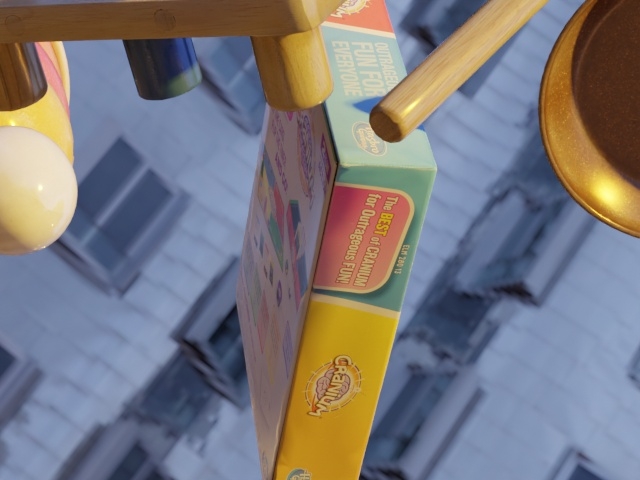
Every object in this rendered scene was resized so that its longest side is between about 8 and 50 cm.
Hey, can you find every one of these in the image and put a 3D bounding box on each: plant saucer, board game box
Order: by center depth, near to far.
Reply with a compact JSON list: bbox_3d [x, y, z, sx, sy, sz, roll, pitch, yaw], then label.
[{"bbox_3d":[0.232,-0.092,1.013,0.199,0.036,0.198,0,-61,1],"label":"plant saucer"},{"bbox_3d":[0.000,0.000,1.176,0.064,0.242,0.316,2,-50,-12],"label":"board game box"}]

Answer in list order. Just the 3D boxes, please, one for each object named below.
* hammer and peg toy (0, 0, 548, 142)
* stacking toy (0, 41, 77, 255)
[{"bbox_3d":[-0.020,-0.169,0.893,0.361,0.266,0.127,3,-59,28],"label":"hammer and peg toy"},{"bbox_3d":[-0.357,-0.087,1.621,0.350,0.350,0.480,53,-8,-33],"label":"stacking toy"}]
